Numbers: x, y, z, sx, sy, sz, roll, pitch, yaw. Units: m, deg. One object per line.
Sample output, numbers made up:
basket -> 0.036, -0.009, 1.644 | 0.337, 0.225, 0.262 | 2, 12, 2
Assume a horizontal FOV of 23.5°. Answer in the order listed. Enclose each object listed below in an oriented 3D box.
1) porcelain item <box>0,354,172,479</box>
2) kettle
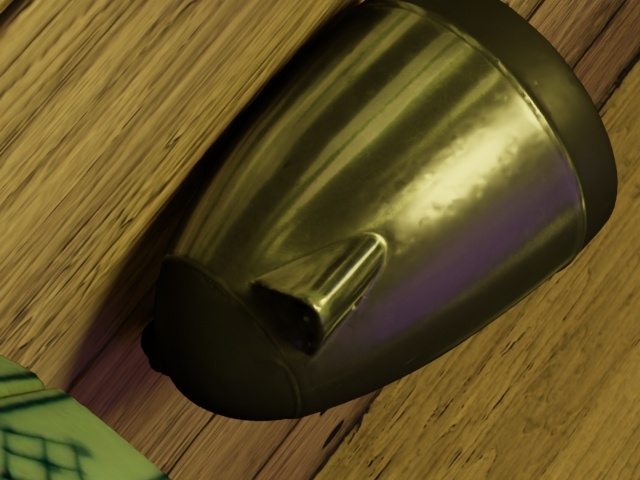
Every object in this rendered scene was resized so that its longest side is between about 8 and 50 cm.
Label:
porcelain item -> -0.210, 0.186, 0.636 | 0.286, 0.157, 0.281 | -57, 169, 9
kettle -> 0.001, -0.009, 0.926 | 0.271, 0.250, 0.207 | -42, 134, -23
